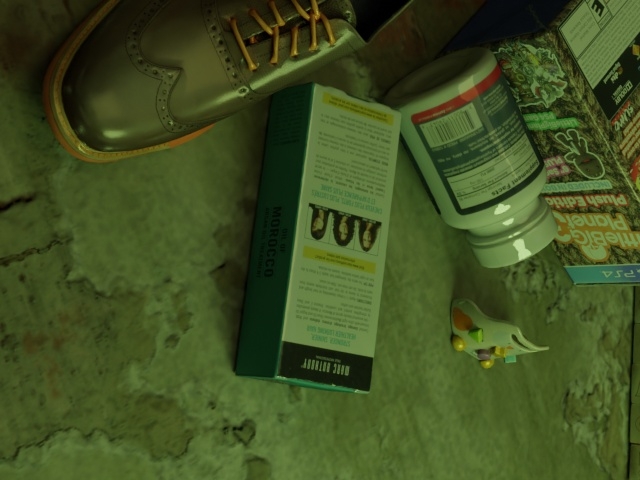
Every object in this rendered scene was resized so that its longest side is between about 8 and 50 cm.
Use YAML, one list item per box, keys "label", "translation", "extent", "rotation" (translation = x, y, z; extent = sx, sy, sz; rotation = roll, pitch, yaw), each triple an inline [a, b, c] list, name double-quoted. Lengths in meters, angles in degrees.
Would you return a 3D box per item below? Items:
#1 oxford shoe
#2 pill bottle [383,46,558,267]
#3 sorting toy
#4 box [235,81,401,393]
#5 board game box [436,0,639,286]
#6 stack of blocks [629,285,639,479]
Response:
- label: "oxford shoe"
  translation: [-0.052, -0.171, 1.021]
  extent: [0.364, 0.133, 0.130]
  rotation: [-36, 110, -34]
- label: "pill bottle"
  translation: [0.141, -0.072, 1.185]
  extent: [0.108, 0.108, 0.180]
  rotation: [-40, 112, -33]
- label: "sorting toy"
  translation: [0.169, 0.090, 1.218]
  extent: [0.083, 0.075, 0.044]
  rotation: [32, 68, -32]
- label: "box"
  translation: [0.000, 0.000, 1.099]
  extent: [0.101, 0.060, 0.244]
  rotation: [14, 79, -37]
- label: "board game box"
  translation: [0.290, -0.138, 1.285]
  extent: [0.232, 0.141, 0.291]
  rotation: [-47, 115, -30]
- label: "stack of blocks"
  translation: [0.420, 0.116, 1.407]
  extent: [0.171, 0.087, 0.297]
  rotation: [9, 82, -38]
